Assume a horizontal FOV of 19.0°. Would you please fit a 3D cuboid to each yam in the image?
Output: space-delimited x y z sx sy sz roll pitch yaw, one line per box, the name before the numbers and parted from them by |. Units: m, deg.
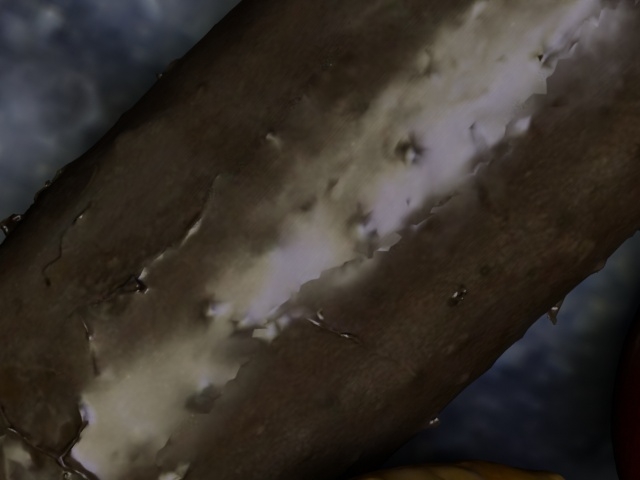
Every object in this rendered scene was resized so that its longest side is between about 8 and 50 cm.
yam | 0.000 0.000 0.555 0.238 0.129 0.128 -45 146 2

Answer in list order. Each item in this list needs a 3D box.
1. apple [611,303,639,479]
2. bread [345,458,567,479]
apple | 0.173 0.037 0.576 0.156 0.147 0.158 20 99 11
bread | -0.016 0.221 0.560 0.195 0.149 0.344 10 122 -39
